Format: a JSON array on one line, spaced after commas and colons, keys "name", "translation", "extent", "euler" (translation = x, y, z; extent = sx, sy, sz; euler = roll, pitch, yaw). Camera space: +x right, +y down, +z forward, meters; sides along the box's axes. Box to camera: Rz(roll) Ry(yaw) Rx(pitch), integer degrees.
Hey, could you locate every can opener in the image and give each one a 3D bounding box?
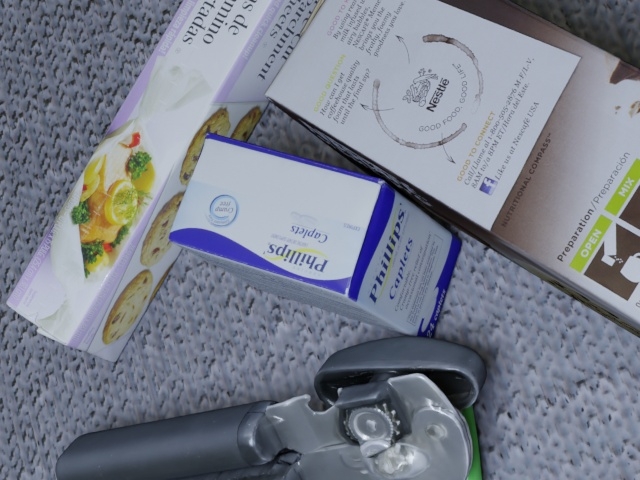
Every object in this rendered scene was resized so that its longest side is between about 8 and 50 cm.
[{"name": "can opener", "translation": [-0.028, 0.121, 1.045], "extent": [0.283, 0.095, 0.076], "euler": [-13, 113, 31]}]

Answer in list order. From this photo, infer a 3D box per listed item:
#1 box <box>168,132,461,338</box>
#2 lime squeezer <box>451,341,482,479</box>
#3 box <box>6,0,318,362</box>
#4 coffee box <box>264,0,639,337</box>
[{"name": "box", "translation": [0.000, 0.000, 1.028], "extent": [0.126, 0.137, 0.072], "euler": [16, 83, 27]}, {"name": "lime squeezer", "translation": [0.065, 0.219, 0.999], "extent": [0.110, 0.059, 0.310], "euler": [12, 81, 59]}, {"name": "box", "translation": [-0.093, -0.074, 1.131], "extent": [0.063, 0.067, 0.324], "euler": [31, 89, 27]}, {"name": "coffee box", "translation": [0.137, -0.041, 0.960], "extent": [0.297, 0.168, 0.119], "euler": [33, 91, 27]}]
